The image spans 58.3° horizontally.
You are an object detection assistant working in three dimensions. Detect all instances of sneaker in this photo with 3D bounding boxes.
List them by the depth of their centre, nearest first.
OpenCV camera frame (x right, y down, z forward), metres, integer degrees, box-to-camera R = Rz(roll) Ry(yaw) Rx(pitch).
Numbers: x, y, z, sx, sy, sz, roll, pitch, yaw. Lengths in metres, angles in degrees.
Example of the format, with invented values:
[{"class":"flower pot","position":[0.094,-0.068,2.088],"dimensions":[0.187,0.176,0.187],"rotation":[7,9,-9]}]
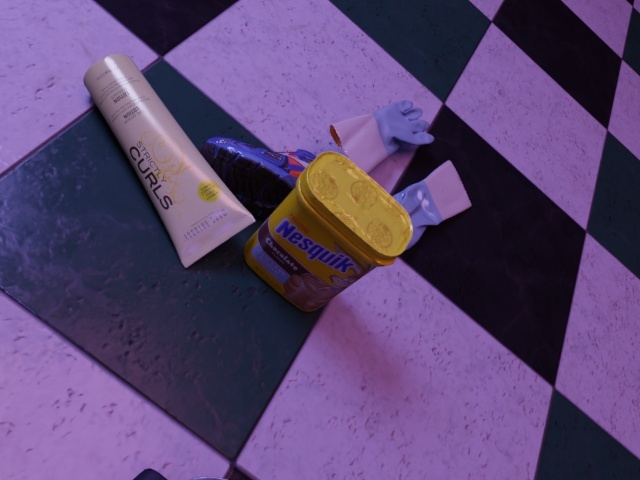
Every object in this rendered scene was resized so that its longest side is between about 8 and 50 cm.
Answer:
[{"class":"sneaker","position":[-0.047,-0.075,0.705],"dimensions":[0.221,0.083,0.087],"rotation":[20,42,-28]}]

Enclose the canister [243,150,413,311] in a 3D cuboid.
[{"class":"canister","position":[0.000,0.000,0.620],"dimensions":[0.126,0.170,0.073],"rotation":[41,50,-6]}]

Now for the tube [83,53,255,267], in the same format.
[{"class":"tube","position":[-0.173,-0.095,0.634],"dimensions":[0.062,0.070,0.240],"rotation":[-27,81,-50]}]

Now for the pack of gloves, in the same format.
[{"class":"pack of gloves","position":[0.114,-0.097,0.836],"dimensions":[0.232,0.046,0.195],"rotation":[-29,96,-45]}]

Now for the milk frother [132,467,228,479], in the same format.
[{"class":"milk frother","position":[-0.114,0.261,0.423],"dimensions":[0.129,0.135,0.143],"rotation":[16,47,14]}]
